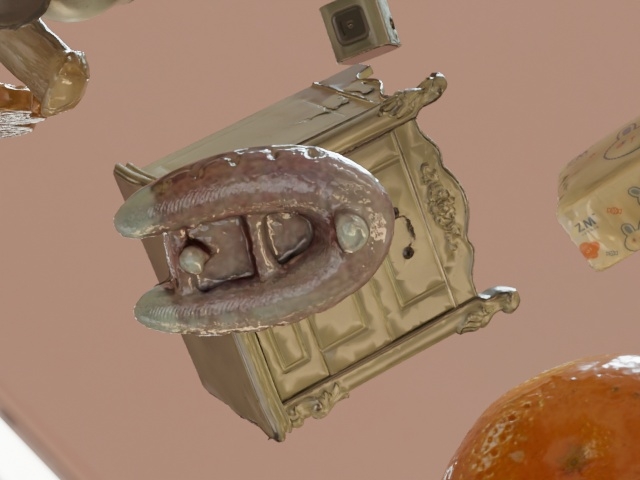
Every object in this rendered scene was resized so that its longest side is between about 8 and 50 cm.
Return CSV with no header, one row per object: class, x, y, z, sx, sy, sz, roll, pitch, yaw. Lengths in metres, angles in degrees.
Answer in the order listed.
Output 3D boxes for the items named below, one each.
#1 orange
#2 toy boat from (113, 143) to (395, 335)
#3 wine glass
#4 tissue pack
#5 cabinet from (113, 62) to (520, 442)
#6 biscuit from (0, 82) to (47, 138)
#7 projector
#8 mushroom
orange,0.337,0.340,2.033,0.424,0.424,0.326,-44,-45,-10
toy boat,-0.049,0.003,1.441,0.227,0.155,0.085,-12,16,-5
wine glass,-0.222,-0.234,1.496,0.103,0.103,0.222,-45,-5,20
tissue pack,0.330,-0.069,1.733,0.196,0.092,0.148,-34,13,20
cabinet,0.000,0.000,1.900,0.318,0.290,0.227,-27,20,-17
biscuit,-0.406,-0.140,1.957,0.202,0.044,0.288,-4,-5,-22
projector,0.055,-0.292,2.420,0.083,0.082,0.083,-20,-4,21
mushroom,-0.308,-0.225,1.799,0.092,0.223,0.081,-8,-30,-42
